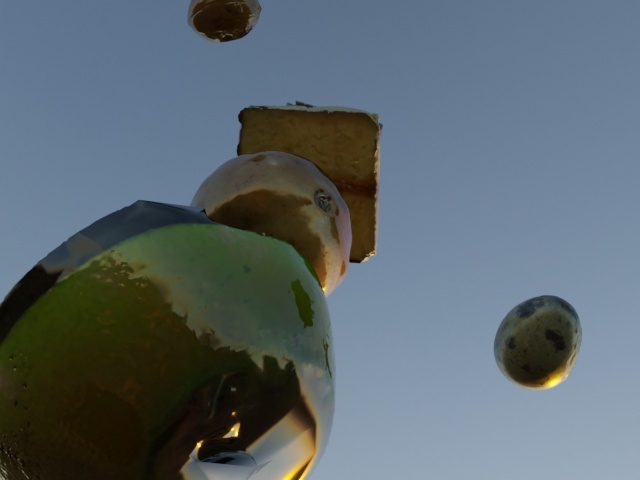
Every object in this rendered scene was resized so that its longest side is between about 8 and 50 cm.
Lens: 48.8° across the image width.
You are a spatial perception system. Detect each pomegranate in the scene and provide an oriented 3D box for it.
[{"bbox_3d":[-0.066,-0.015,0.950,0.233,0.233,0.233,8,-50,10],"label":"pomegranate"}]

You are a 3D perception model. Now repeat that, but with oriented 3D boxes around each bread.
[{"bbox_3d":[-0.024,-0.099,1.206,0.236,0.198,0.264,-2,-79,-19],"label":"bread"}]

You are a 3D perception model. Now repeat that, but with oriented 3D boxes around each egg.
[{"bbox_3d":[0.373,0.171,1.204,0.141,0.141,0.182,16,-57,3],"label":"egg"}]

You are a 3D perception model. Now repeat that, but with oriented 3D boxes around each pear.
[{"bbox_3d":[-0.125,0.169,0.724,0.165,0.398,0.399,35,-33,45],"label":"pear"}]

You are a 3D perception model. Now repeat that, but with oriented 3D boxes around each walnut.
[{"bbox_3d":[-0.155,-0.363,1.106,0.121,0.052,0.091,-13,-96,2],"label":"walnut"}]

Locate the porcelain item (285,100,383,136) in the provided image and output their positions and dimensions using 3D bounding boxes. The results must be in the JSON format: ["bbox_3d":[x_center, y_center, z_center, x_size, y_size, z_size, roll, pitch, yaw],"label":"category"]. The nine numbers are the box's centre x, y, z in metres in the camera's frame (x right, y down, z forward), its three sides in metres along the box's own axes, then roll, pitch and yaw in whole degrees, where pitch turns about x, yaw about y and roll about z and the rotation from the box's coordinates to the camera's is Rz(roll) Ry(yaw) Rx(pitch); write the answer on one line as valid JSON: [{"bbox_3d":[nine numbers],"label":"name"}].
[{"bbox_3d":[0.028,-0.237,1.479,0.213,0.054,0.084,7,-58,-11],"label":"porcelain item"}]
